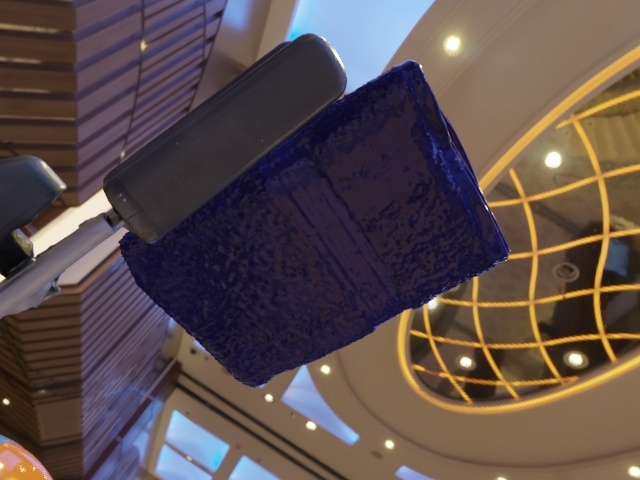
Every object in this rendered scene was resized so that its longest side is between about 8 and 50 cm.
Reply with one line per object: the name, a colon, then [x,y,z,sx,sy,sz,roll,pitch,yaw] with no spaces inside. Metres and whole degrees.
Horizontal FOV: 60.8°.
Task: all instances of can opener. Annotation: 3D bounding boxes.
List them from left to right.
can opener: [-0.117,-0.049,0.328,0.095,0.283,0.076,54,-11,-23]

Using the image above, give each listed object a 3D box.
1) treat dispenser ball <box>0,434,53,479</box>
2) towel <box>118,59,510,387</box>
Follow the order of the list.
treat dispenser ball: [-0.422,0.345,0.571,0.287,0.288,0.288,17,-46,19]
towel: [0.000,0.000,0.516,0.308,0.076,0.228,-29,-59,10]
